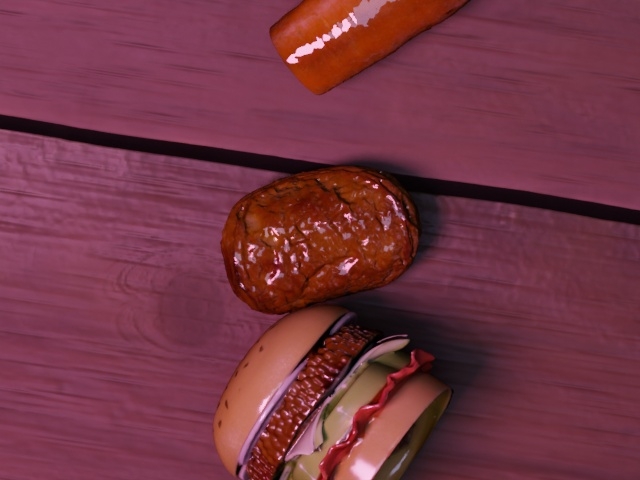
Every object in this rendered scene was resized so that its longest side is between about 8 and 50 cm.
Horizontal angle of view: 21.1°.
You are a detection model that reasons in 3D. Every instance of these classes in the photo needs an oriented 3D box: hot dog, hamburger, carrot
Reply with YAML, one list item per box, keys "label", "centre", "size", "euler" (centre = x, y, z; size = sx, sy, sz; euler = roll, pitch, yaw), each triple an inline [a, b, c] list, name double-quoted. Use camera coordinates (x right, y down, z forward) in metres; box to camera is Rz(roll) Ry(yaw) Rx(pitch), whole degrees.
- label: "hot dog"
  centre: [0.000, -0.001, 1.249]
  size: [0.147, 0.065, 0.099]
  euler: [-19, 96, -7]
- label: "hamburger"
  centre: [0.001, 0.124, 1.221]
  size: [0.137, 0.175, 0.175]
  euler: [34, 97, 10]
- label: "carrot"
  centre: [0.056, -0.180, 1.217]
  size: [0.193, 0.087, 0.087]
  euler: [-44, 94, 8]
